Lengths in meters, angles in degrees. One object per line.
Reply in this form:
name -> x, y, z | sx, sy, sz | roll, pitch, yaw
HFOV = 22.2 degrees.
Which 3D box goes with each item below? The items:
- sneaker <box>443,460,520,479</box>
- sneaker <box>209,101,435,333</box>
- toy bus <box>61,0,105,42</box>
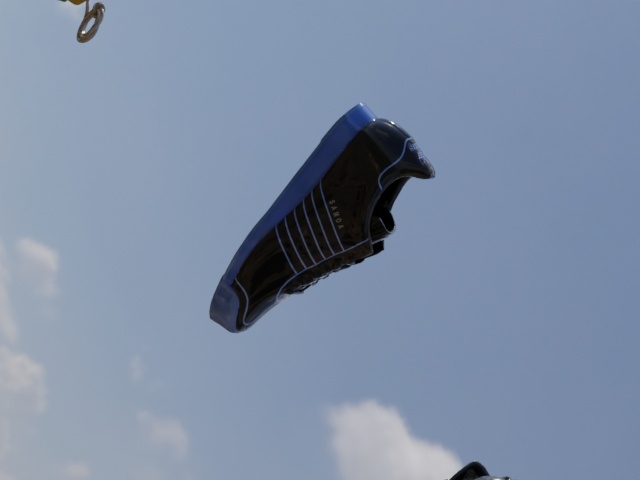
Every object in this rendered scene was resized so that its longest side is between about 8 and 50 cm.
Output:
sneaker -> 0.048, 0.181, 1.016 | 0.130, 0.227, 0.087 | -64, -165, 8
sneaker -> 0.000, 0.000, 1.360 | 0.090, 0.232, 0.081 | 40, 17, 11
toy bus -> -0.239, -0.323, 1.615 | 0.104, 0.191, 0.202 | 31, 13, -29
